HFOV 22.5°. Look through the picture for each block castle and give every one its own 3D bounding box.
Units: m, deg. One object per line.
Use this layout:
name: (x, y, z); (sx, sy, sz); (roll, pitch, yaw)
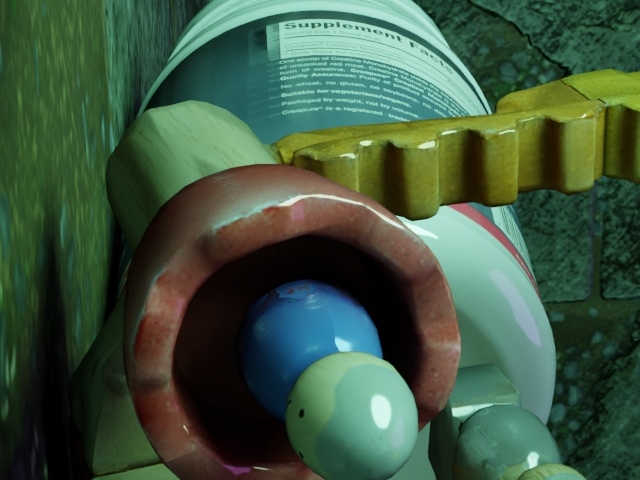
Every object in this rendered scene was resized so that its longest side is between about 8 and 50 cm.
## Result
block castle: (0.088, 0.167, 0.526); (0.213, 0.303, 0.453); (-127, -149, -64)

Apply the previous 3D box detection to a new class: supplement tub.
supplement tub: (0.000, 0.000, 0.770); (0.272, 0.191, 0.191); (-95, -177, -57)
